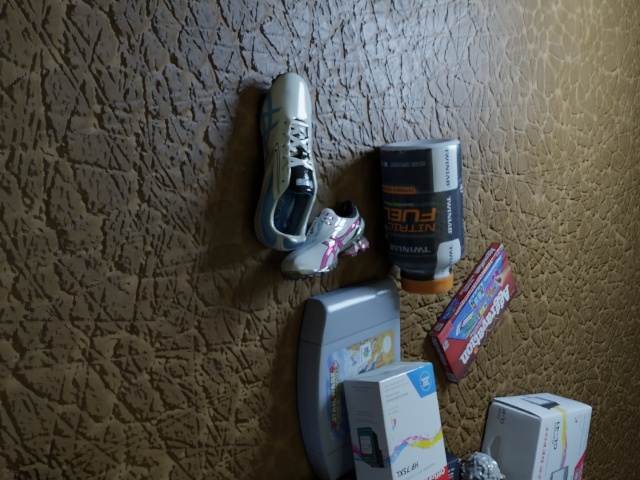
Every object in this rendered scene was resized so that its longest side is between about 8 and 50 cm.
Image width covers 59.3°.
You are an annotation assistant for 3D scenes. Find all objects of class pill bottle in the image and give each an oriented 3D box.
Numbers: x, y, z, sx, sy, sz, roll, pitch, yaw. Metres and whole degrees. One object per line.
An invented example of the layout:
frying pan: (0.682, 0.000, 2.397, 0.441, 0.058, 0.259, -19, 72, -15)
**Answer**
pill bottle: (0.169, -0.038, 0.921, 0.130, 0.130, 0.245, -18, 108, -41)

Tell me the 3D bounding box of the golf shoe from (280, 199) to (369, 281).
golf shoe: (0.000, 0.000, 0.808, 0.186, 0.067, 0.086, -31, 111, -51)

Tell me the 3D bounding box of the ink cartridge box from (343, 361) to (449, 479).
ink cartridge box: (0.120, 0.312, 0.855, 0.134, 0.078, 0.231, -6, 86, -44)

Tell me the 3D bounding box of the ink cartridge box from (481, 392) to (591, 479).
ink cartridge box: (0.515, 0.494, 1.337, 0.306, 0.131, 0.226, 11, 89, -46)

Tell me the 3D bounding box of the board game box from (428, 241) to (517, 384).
board game box: (0.325, 0.148, 1.173, 0.281, 0.027, 0.145, -47, 127, -29)

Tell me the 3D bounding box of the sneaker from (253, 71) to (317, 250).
sneaker: (-0.036, -0.103, 0.744, 0.085, 0.086, 0.237, 2, 93, -43)

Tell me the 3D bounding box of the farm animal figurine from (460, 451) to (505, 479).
farm animal figurine: (0.333, 0.608, 1.061, 0.172, 0.330, 0.326, 22, 84, -26)

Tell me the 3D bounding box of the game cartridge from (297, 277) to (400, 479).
game cartridge: (0.050, 0.222, 0.899, 0.198, 0.062, 0.297, -14, 105, -47)

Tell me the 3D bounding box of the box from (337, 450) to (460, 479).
box: (0.072, 0.540, 0.935, 0.395, 0.097, 0.318, 3, 98, -44)
